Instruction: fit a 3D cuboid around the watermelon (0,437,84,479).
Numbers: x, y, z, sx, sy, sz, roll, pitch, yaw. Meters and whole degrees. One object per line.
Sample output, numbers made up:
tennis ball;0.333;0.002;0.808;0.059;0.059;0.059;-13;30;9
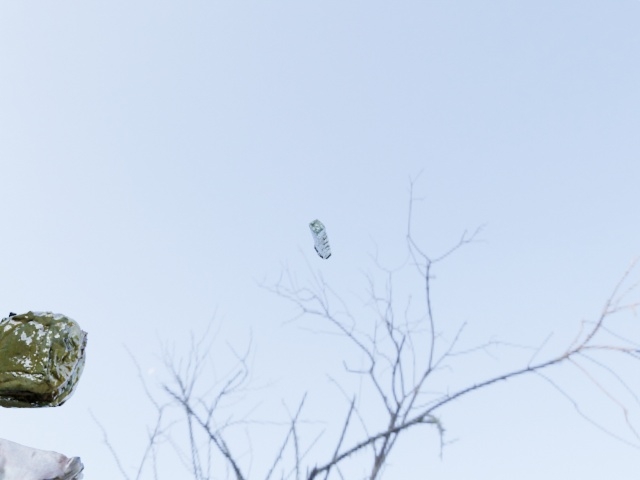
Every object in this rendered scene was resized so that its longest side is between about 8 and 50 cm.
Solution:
watermelon;-0.226;0.187;0.423;0.202;0.136;0.207;-3;-27;35

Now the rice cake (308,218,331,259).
rice cake;0.000;0.000;0.981;0.021;0.022;0.121;-35;-18;-6

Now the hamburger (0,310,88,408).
hamburger;-0.527;0.226;1.285;0.206;0.183;0.130;1;-36;15
